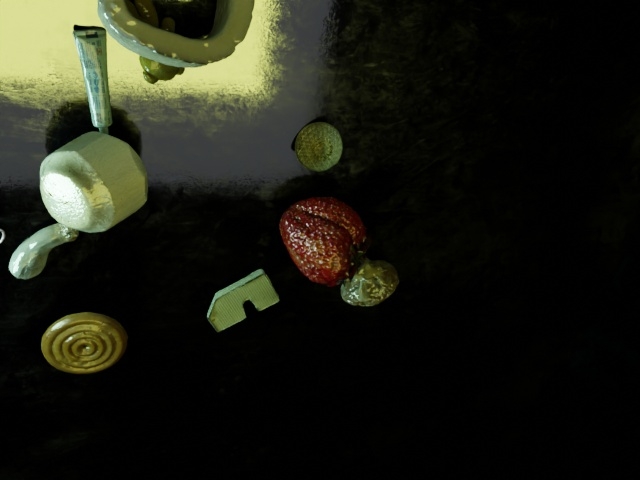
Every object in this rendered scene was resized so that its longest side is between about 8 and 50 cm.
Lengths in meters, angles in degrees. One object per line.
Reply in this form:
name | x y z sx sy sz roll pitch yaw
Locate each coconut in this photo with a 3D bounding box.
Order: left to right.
coconut | -0.566 -0.157 1.486 0.237 0.266 0.238 12 120 21

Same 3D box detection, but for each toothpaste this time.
toothpaste | -0.556 -0.386 1.444 0.069 0.047 0.269 2 122 -3

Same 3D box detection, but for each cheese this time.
cheese | -0.328 -0.550 1.306 0.331 0.153 0.293 3 100 -27

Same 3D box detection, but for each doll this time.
doll | -0.417 -0.490 1.414 0.137 0.097 0.210 -36 118 -35

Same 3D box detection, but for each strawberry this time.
strawberry | 0.000 0.000 1.825 0.288 0.250 0.238 26 147 -10

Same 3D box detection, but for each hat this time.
hat | 0.002 -0.277 1.729 0.145 0.067 0.146 1 95 12

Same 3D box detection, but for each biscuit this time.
biscuit | -0.757 0.338 1.871 0.261 0.037 0.262 -10 125 -14
biscuit | -0.270 0.205 1.959 0.249 0.046 0.147 -29 129 -1

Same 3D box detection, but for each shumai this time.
shumai | 0.157 0.124 2.000 0.209 0.162 0.153 -14 132 11

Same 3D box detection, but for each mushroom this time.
mushroom | -0.768 0.014 1.618 0.223 0.081 0.092 -41 109 7

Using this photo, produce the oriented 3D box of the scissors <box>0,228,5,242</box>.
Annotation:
scissors | -0.939 0.030 1.596 0.085 0.022 0.176 23 109 -35
